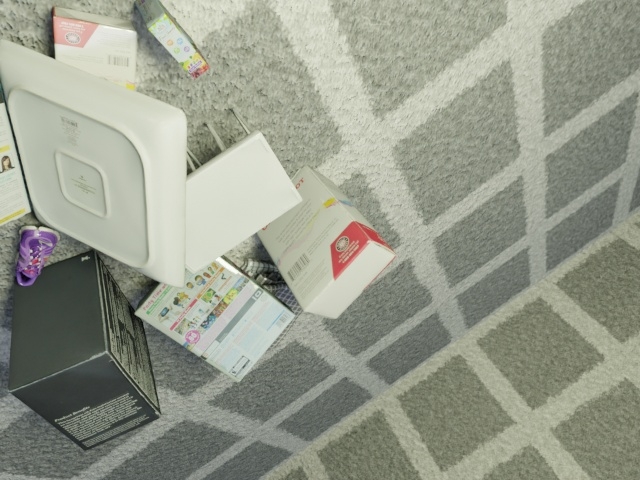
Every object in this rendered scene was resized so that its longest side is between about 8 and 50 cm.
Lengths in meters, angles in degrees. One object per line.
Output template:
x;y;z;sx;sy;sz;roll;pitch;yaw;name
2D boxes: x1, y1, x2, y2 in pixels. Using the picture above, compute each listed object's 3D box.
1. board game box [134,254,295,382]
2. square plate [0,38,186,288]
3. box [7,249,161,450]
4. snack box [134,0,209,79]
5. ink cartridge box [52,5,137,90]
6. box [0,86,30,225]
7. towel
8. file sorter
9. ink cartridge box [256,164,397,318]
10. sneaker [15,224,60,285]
-0.251;0.168;1.061;0.303;0.097;0.224;41;88;-18;board game box
-0.375;-0.101;0.711;0.049;0.347;0.344;-52;162;-50;square plate
-0.506;0.236;0.947;0.183;0.296;0.294;-21;137;-15;box
-0.238;-0.331;0.693;0.037;0.141;0.100;-39;140;7;snack box
-0.375;-0.265;0.723;0.115;0.067;0.198;-3;129;-31;ink cartridge box
-0.557;-0.132;0.699;0.100;0.060;0.244;-54;163;-51;box
-0.175;0.205;1.270;0.235;0.121;0.283;21;115;-45;towel
-0.221;-0.111;0.892;0.278;0.173;0.193;-34;139;-1;file sorter
0.000;0.000;1.045;0.226;0.306;0.131;-48;138;16;ink cartridge box
-0.563;0.033;0.856;0.068;0.071;0.170;10;137;-33;sneaker
